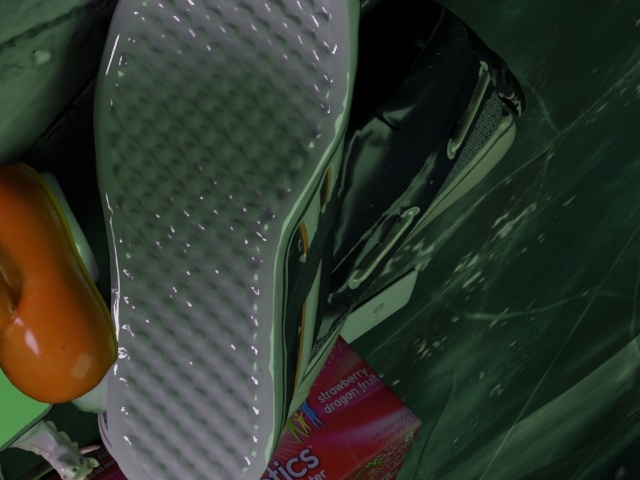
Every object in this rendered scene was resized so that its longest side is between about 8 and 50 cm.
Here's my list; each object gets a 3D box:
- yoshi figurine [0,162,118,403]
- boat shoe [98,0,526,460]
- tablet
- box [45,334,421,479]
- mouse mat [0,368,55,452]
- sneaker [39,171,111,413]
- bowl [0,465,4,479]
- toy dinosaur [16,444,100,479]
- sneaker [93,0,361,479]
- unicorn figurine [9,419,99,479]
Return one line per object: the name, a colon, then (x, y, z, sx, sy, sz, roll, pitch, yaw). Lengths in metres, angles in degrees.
yoshi figurine: (-0.262, 0.105, 0.717, 0.362, 0.203, 0.203, -29, 158, -30)
boat shoe: (-0.027, -0.012, 1.061, 0.340, 0.127, 0.158, -50, 154, -5)
tablet: (0.044, 0.058, 1.472, 0.083, 0.006, 0.054, -34, 157, -27)
box: (-0.068, 0.180, 1.324, 0.257, 0.128, 0.122, -31, 157, -29)
mouse mat: (-0.236, 0.088, 0.875, 0.190, 0.007, 0.152, -39, 125, -6)
sneaker: (-0.162, 0.041, 0.975, 0.094, 0.080, 0.212, -25, 151, -10)
bowl: (-0.242, 0.177, 1.061, 0.170, 0.080, 0.170, -38, 160, -17)
toy dinosaur: (-0.211, 0.182, 1.176, 0.112, 0.064, 0.211, -51, 177, -23)
sneaker: (-0.050, -0.033, 0.923, 0.127, 0.126, 0.321, -71, 172, -68)
unicorn figurine: (-0.186, 0.099, 0.971, 0.111, 0.162, 0.060, 87, 15, -69)
